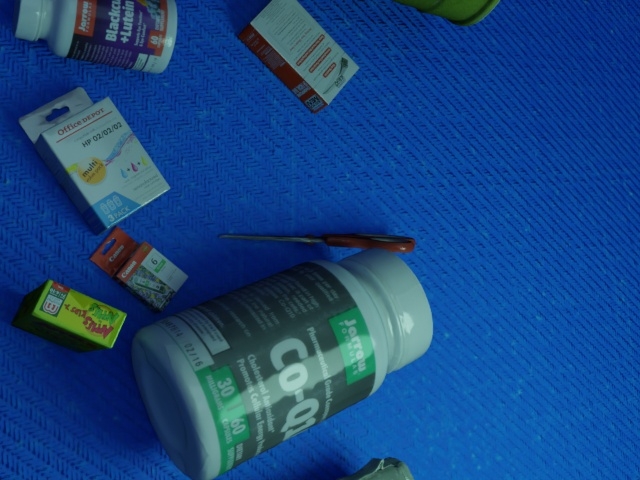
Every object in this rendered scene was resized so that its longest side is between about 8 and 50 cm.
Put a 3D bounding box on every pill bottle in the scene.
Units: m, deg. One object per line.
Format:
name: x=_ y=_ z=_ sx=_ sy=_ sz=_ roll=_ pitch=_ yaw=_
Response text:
pill bottle: x=-0.043 y=0.145 z=1.025 sx=0.361 sy=0.204 sz=0.204 roll=-22 pitch=92 yaw=-29
pill bottle: x=-0.294 y=-0.287 z=1.022 sx=0.193 sy=0.108 sz=0.108 roll=4 pitch=79 yaw=-28

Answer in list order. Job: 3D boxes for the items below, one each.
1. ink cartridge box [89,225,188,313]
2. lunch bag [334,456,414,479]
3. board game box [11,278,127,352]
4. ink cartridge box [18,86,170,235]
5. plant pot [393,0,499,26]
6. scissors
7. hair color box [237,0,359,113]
ink cartridge box: x=-0.240 y=0.037 z=1.039 sx=0.115 sy=0.029 sz=0.063 roll=42 pitch=65 yaw=-16
lunch bag: x=0.042 y=0.454 z=1.038 sx=0.235 sy=0.169 sz=0.287 roll=-18 pitch=94 yaw=-29
board game box: x=-0.297 y=0.092 z=0.911 sx=0.092 sy=0.181 sz=0.043 roll=29 pitch=69 yaw=-21
ink cartridge box: x=-0.294 y=-0.111 z=1.018 sx=0.104 sy=0.061 sz=0.181 roll=-38 pitch=99 yaw=-28
plant pot: x=0.086 y=-0.529 z=1.157 sx=0.353 sy=0.366 sz=0.366 roll=4 pitch=79 yaw=-16
scissors: x=0.000 y=0.000 z=1.170 sx=0.297 sy=0.109 sz=0.021 roll=2 pitch=99 yaw=-4
hair color box: x=-0.032 y=-0.287 z=1.195 sx=0.167 sy=0.053 sz=0.093 roll=44 pitch=63 yaw=-13
